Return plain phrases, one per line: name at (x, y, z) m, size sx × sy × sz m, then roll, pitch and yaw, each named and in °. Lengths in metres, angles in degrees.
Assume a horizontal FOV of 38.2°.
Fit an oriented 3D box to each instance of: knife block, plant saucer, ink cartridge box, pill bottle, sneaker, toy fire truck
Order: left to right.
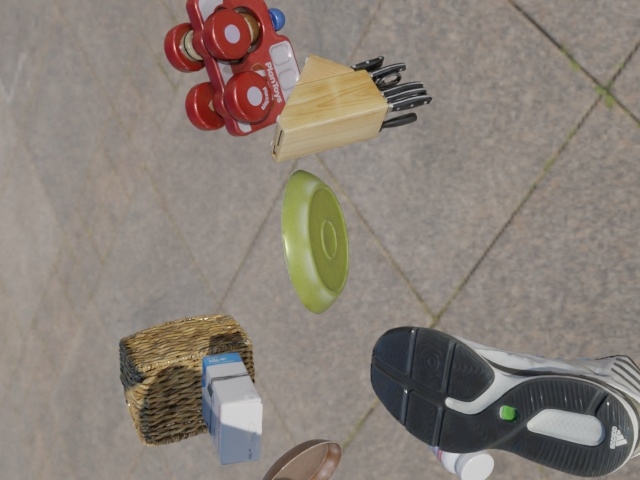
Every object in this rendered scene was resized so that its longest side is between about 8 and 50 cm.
ink cartridge box at (-0.176, 0.326, 1.811) m, size 0.190 × 0.082 × 0.139 m, roll -129°, pitch 39°, yaw -63°
toy fire truck at (-0.155, -0.367, 1.887) m, size 0.169 × 0.254 × 0.302 m, roll -4°, pitch 109°, yaw 46°
plant saucer at (-0.038, 0.381, 1.505) m, size 0.029 × 0.168 × 0.168 m, roll 45°, pitch 124°, yaw 32°
plant saucer at (0.000, 0.000, 1.526) m, size 0.037 × 0.241 × 0.241 m, roll -8°, pitch 83°, yaw 20°
knife block at (0.064, -0.225, 1.659) m, size 0.088 × 0.242 × 0.275 m, roll 108°, pitch -177°, yaw -52°
pill bottle at (0.240, 0.359, 1.653) m, size 0.160 × 0.087 × 0.087 m, roll 49°, pitch 127°, yaw 54°
sneaker at (0.305, 0.235, 1.401) m, size 0.447 × 0.257 × 0.169 m, roll 13°, pitch 97°, yaw 41°

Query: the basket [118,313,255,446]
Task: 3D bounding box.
basket at (-0.321, 0.325, 2.210) m, size 0.213 × 0.299 × 0.223 m, roll 35°, pitch 133°, yaw 57°
